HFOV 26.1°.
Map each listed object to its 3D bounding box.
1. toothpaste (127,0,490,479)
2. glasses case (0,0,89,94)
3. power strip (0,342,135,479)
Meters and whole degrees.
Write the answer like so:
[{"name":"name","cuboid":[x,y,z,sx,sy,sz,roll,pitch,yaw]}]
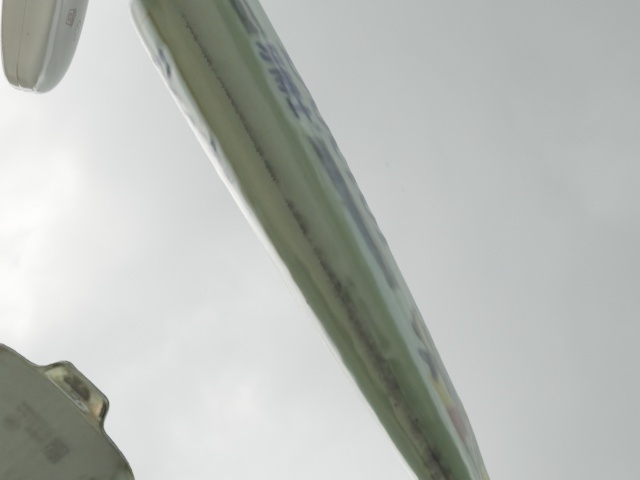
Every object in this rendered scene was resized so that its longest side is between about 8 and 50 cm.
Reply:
[{"name":"toothpaste","cuboid":[0.000,0.000,0.408,0.037,0.067,0.255,-29,-97,5]},{"name":"glasses case","cuboid":[-0.177,-0.192,0.914,0.049,0.074,0.193,15,-74,6]},{"name":"power strip","cuboid":[-0.144,0.120,0.317,0.060,0.027,0.252,40,-116,15]}]
